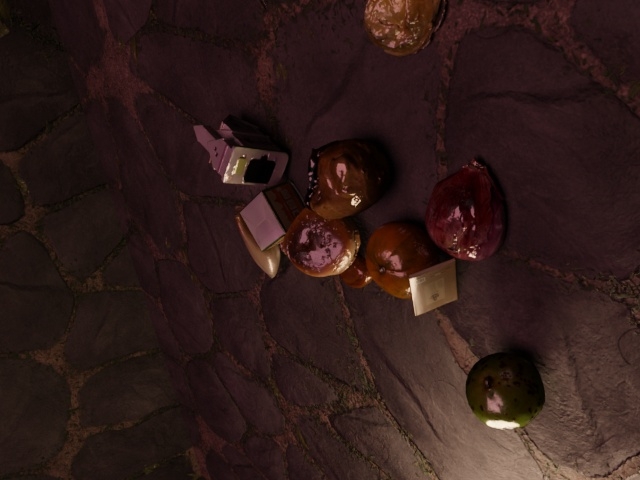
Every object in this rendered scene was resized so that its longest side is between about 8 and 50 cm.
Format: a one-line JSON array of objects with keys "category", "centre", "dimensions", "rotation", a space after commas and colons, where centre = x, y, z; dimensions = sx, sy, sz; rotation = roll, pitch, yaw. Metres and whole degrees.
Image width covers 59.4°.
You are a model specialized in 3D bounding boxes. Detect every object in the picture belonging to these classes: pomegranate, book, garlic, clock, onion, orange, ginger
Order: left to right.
[{"category": "clock", "centre": [-0.299, -0.327, 2.001], "dimensions": [0.309, 0.235, 0.166], "rotation": [47, 123, 38]}, {"category": "garlic", "centre": [-0.237, -0.004, 2.173], "dimensions": [0.112, 0.143, 0.318], "rotation": [-23, 114, 24]}, {"category": "ginger", "centre": [0.088, -0.169, 1.665], "dimensions": [0.223, 0.201, 0.269], "rotation": [30, 127, 42]}, {"category": "orange", "centre": [0.237, 0.061, 1.653], "dimensions": [0.240, 0.171, 0.240], "rotation": [25, 128, 36]}, {"category": "book", "centre": [0.320, 0.134, 1.584], "dimensions": [0.198, 0.139, 0.016], "rotation": [72, 176, -50]}, {"category": "onion", "centre": [0.368, -0.077, 1.470], "dimensions": [0.227, 0.120, 0.283], "rotation": [22, 126, 34]}, {"category": "pomegranate", "centre": [0.516, 0.422, 1.550], "dimensions": [0.211, 0.210, 0.263], "rotation": [11, 160, 45]}]

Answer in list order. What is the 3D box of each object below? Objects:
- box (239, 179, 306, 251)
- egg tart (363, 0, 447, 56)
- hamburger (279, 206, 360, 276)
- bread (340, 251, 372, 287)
[{"category": "box", "centre": [-0.161, -0.089, 2.037], "dimensions": [0.195, 0.148, 0.177], "rotation": [-35, 84, 51]}, {"category": "egg tart", "centre": [0.191, -0.579, 1.408], "dimensions": [0.252, 0.098, 0.231], "rotation": [-4, 111, 46]}, {"category": "hamburger", "centre": [0.000, 0.000, 1.868], "dimensions": [0.286, 0.146, 0.242], "rotation": [-1, 95, 36]}, {"category": "bread", "centre": [0.114, 0.106, 1.923], "dimensions": [0.126, 0.044, 0.129], "rotation": [55, 144, 12]}]
